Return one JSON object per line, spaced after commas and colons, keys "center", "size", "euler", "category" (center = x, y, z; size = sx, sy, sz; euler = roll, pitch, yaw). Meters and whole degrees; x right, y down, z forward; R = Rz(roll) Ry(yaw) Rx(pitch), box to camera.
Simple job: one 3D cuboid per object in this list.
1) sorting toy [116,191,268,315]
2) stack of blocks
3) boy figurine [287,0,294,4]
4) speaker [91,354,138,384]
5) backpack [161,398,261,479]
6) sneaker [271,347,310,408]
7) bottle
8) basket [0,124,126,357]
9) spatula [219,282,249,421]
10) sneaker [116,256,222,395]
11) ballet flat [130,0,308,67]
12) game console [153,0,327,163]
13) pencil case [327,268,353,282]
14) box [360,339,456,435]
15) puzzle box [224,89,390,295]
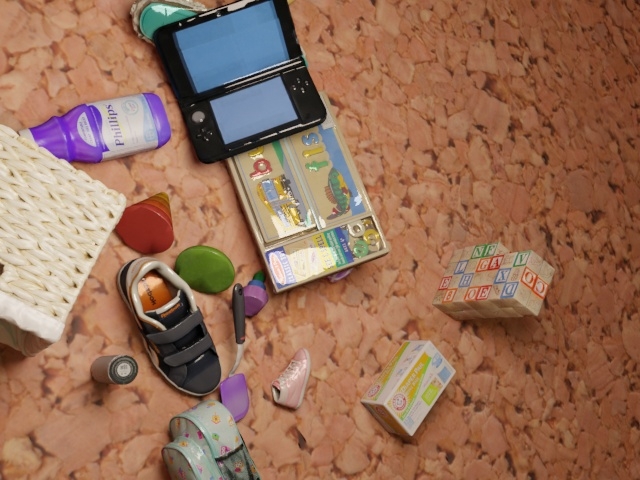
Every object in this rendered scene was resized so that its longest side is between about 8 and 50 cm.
{"center": [-0.250, 0.014, 1.357], "size": [0.365, 0.127, 0.126], "euler": [38, 37, -21], "category": "sorting toy"}
{"center": [0.425, 0.098, 1.580], "size": [0.087, 0.297, 0.171], "euler": [35, 68, -19], "category": "stack of blocks"}
{"center": [-0.130, -0.624, 1.514], "size": [0.177, 0.092, 0.285], "euler": [36, 64, -22], "category": "boy figurine"}
{"center": [-0.390, 0.244, 1.204], "size": [0.055, 0.136, 0.055], "euler": [7, 76, -32], "category": "speaker"}
{"center": [-0.225, 0.414, 1.249], "size": [0.144, 0.165, 0.189], "euler": [-13, 86, -39], "category": "backpack"}
{"center": [-0.067, 0.302, 1.418], "size": [0.070, 0.051, 0.134], "euler": [18, 78, -30], "category": "sneaker"}
{"center": [-0.446, -0.215, 1.271], "size": [0.282, 0.092, 0.118], "euler": [-19, 92, -30], "category": "bottle"}
{"center": [-0.544, 0.000, 1.058], "size": [0.328, 0.331, 0.267], "euler": [33, 63, -20], "category": "basket"}
{"center": [-0.174, 0.234, 1.338], "size": [0.084, 0.030, 0.297], "euler": [-12, 109, -57], "category": "spatula"}
{"center": [-0.293, 0.178, 1.276], "size": [0.126, 0.127, 0.321], "euler": [-38, 102, -29], "category": "sneaker"}
{"center": [-0.214, -0.455, 1.418], "size": [0.408, 0.147, 0.147], "euler": [16, 75, -26], "category": "ballet flat"}
{"center": [-0.164, -0.339, 1.331], "size": [0.293, 0.173, 0.250], "euler": [-21, 63, -3], "category": "game console"}
{"center": [0.000, 0.000, 1.491], "size": [0.206, 0.086, 0.088], "euler": [55, 29, -11], "category": "pencil case"}
{"center": [0.210, 0.350, 1.533], "size": [0.114, 0.103, 0.203], "euler": [49, 63, -14], "category": "box"}
{"center": [-0.046, -0.113, 1.414], "size": [0.272, 0.052, 0.409], "euler": [-20, 80, -13], "category": "puzzle box"}
